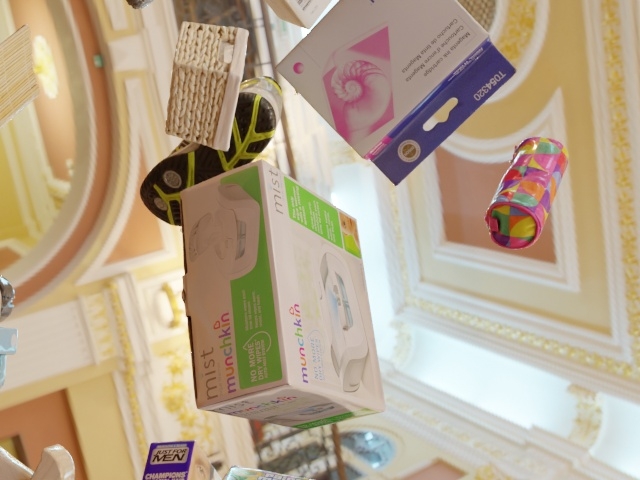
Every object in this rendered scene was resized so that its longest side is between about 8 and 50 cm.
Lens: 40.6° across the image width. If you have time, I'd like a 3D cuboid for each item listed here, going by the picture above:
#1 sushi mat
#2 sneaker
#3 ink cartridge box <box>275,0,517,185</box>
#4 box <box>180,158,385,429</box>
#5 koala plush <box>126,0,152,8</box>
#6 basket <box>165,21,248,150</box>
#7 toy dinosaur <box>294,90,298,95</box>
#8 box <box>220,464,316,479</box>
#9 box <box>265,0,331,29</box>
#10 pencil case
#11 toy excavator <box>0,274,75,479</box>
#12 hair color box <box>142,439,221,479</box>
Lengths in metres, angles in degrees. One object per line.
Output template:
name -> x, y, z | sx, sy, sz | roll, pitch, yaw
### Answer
sushi mat -> -0.584, -0.246, 1.513 | 0.019, 0.316, 0.151 | 12, -50, 11
sneaker -> -0.193, -0.159, 1.623 | 0.145, 0.147, 0.384 | 46, -55, -13
ink cartridge box -> 0.142, -0.319, 1.607 | 0.330, 0.324, 0.071 | 44, 13, -6
box -> -0.045, 0.074, 1.019 | 0.126, 0.231, 0.262 | -19, -116, 24
koala plush -> -0.333, -0.644, 1.869 | 0.196, 0.221, 0.203 | -24, -86, 54
basket -> -0.175, -0.235, 1.319 | 0.167, 0.103, 0.113 | 109, -13, -51
toy dinosaur -> -0.061, -0.449, 2.359 | 0.183, 0.053, 0.093 | 54, 16, -75
box -> -0.062, 0.542, 1.487 | 0.279, 0.290, 0.177 | -36, 133, -76
box -> -0.053, -0.630, 2.038 | 0.119, 0.182, 0.181 | 32, -7, 39
pencil case -> 0.347, -0.085, 1.459 | 0.104, 0.236, 0.104 | 14, -51, 18
toy excavator -> -0.667, 0.273, 1.608 | 0.222, 0.432, 0.445 | 75, 17, -84
hair color box -> -0.288, 0.586, 1.694 | 0.185, 0.110, 0.339 | 70, 17, -44
